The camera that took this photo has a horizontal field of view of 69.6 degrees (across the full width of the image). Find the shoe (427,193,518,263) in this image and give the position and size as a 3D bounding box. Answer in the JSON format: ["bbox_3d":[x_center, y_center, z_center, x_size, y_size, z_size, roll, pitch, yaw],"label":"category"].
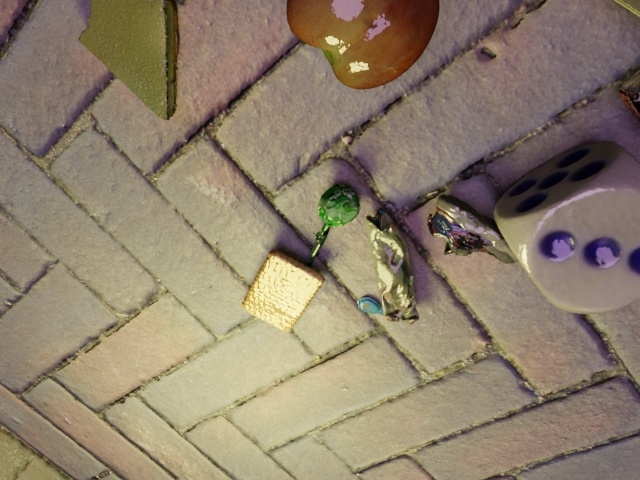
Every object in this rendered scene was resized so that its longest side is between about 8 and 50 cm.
[{"bbox_3d":[0.329,0.001,1.024,0.228,0.099,0.125,36,111,-2],"label":"shoe"}]

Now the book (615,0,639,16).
[{"bbox_3d":[0.592,-0.448,0.701,0.352,0.035,0.239,43,118,13],"label":"book"}]

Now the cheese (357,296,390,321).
[{"bbox_3d":[0.148,0.181,1.209,0.111,0.017,0.047,25,123,-3],"label":"cheese"}]

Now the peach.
[{"bbox_3d":[0.075,-0.401,0.792,0.253,0.252,0.252,5,119,9],"label":"peach"}]

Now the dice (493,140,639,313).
[{"bbox_3d":[0.515,-0.024,0.899,0.251,0.243,0.259,-35,103,26],"label":"dice"}]

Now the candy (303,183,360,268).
[{"bbox_3d":[-0.002,0.000,1.117,0.097,0.097,0.323,26,127,-3],"label":"candy"}]

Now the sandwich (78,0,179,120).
[{"bbox_3d":[-0.412,-0.405,0.990,0.212,0.063,0.244,15,119,8],"label":"sandwich"}]

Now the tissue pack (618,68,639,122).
[{"bbox_3d":[0.732,-0.229,0.808,0.332,0.123,0.245,42,115,-11],"label":"tissue pack"}]

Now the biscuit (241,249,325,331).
[{"bbox_3d":[-0.103,0.137,1.211,0.160,0.030,0.249,29,129,-3],"label":"biscuit"}]

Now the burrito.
[{"bbox_3d":[0.178,0.070,1.116,0.096,0.066,0.309,-8,113,19],"label":"burrito"}]
